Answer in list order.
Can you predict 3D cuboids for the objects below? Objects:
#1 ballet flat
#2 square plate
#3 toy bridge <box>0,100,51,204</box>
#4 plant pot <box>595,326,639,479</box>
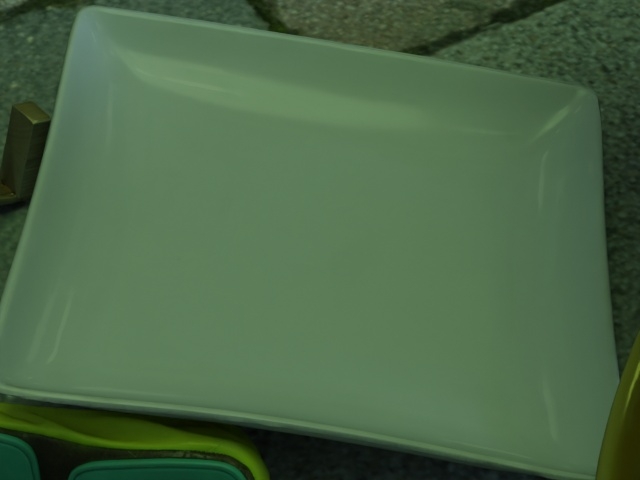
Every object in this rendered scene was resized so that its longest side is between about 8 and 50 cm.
[{"bbox_3d":[-0.142,0.121,1.066,0.231,0.077,0.077,3,24,0],"label":"ballet flat"},{"bbox_3d":[0.000,0.000,1.156,0.344,0.049,0.347,9,42,-4],"label":"square plate"},{"bbox_3d":[-0.186,-0.056,1.234,0.188,0.063,0.026,-17,44,-41],"label":"toy bridge"},{"bbox_3d":[0.293,0.085,0.947,0.239,0.254,0.254,24,47,-5],"label":"plant pot"}]
